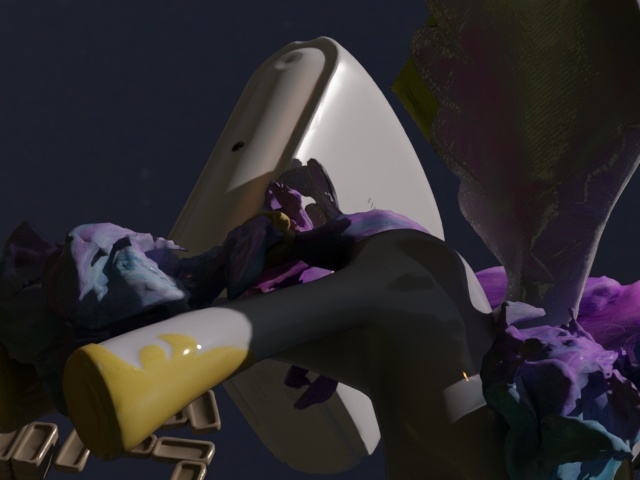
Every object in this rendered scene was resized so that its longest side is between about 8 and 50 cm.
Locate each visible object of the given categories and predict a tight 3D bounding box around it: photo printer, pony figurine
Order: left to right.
[{"bbox_3d":[0.000,0.000,1.537,0.107,0.256,0.307,-8,-141,30],"label":"photo printer"},{"bbox_3d":[0.044,0.042,0.807,0.351,0.363,0.303,59,-35,27],"label":"pony figurine"}]

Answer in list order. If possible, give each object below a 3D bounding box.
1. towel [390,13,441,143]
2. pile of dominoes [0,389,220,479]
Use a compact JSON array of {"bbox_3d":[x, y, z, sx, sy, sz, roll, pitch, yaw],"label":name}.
[{"bbox_3d":[0.119,-0.191,1.367,0.237,0.021,0.102,-65,-155,23],"label":"towel"},{"bbox_3d":[-0.219,0.206,1.752,0.251,0.196,0.040,5,-53,15],"label":"pile of dominoes"}]
